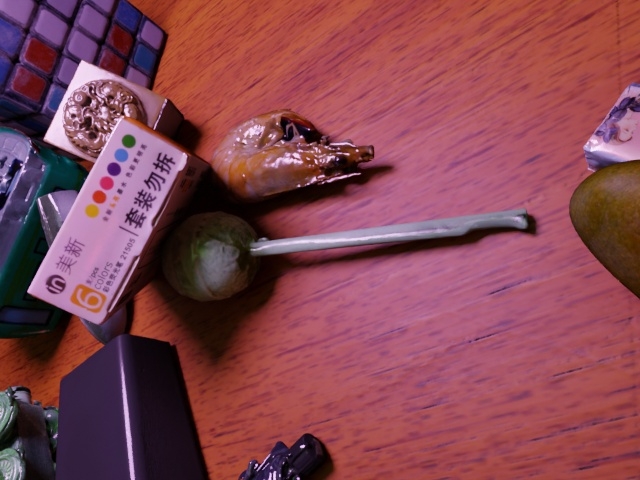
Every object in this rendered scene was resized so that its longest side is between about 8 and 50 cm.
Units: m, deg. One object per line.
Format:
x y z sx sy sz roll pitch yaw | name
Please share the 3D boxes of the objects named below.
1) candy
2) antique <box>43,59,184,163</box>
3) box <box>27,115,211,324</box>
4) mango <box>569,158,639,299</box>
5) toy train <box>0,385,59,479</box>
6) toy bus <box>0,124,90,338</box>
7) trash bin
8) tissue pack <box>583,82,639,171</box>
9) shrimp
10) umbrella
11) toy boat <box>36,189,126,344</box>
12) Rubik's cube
0.000 0.000 0.521 0.440 0.119 0.119 -8 70 24 | candy
-0.327 -0.182 0.731 0.152 0.148 0.147 23 87 -5 | antique
-0.238 -0.034 0.594 0.221 0.091 0.274 -61 11 4 | box
0.291 0.026 0.281 0.267 0.133 0.111 29 74 35 | mango
-0.477 0.348 0.664 0.188 0.132 0.243 -40 53 -4 | toy train
-0.522 -0.004 0.797 0.183 0.199 0.344 19 85 34 | toy bus
-0.257 0.260 0.584 0.165 0.115 0.225 -37 56 18 | trash bin
0.282 -0.076 0.367 0.094 0.059 0.074 36 94 36 | tissue pack
-0.046 -0.125 0.610 0.287 0.063 0.152 -2 62 35 | shrimp
-0.080 0.297 0.483 0.224 0.071 0.080 -44 94 6 | umbrella
-0.378 0.048 0.720 0.085 0.078 0.260 -23 90 32 | toy boat
-0.527 -0.342 0.860 0.287 0.292 0.293 4 74 36 | Rubik's cube
